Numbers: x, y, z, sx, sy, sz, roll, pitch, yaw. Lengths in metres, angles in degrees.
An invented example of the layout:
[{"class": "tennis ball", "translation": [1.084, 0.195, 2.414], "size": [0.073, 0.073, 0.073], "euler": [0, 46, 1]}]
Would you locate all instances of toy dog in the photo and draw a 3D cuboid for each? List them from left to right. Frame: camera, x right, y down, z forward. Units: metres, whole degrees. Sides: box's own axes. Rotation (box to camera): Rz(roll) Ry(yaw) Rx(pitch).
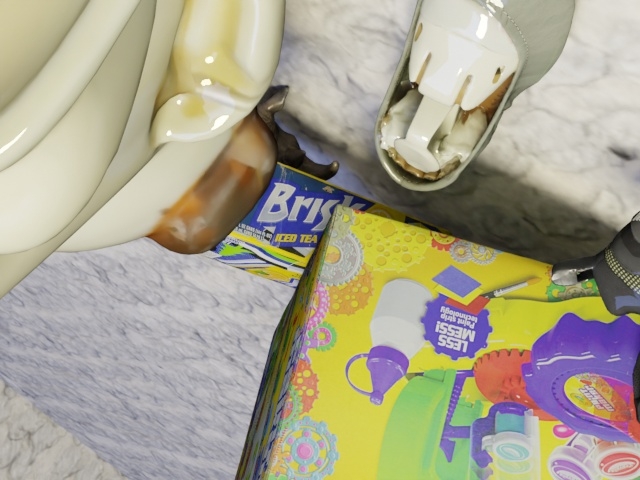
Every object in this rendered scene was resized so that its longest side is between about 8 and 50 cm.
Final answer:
[{"class": "toy dog", "translation": [-0.142, -0.078, 0.628], "size": [0.285, 0.395, 0.408], "euler": [16, -170, 11]}]

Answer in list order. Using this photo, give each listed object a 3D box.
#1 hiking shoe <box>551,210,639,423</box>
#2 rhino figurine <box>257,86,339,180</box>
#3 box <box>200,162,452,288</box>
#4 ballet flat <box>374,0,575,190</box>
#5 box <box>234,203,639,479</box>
[{"class": "hiking shoe", "translation": [0.216, 0.066, 0.711], "size": [0.114, 0.086, 0.227], "euler": [-32, 107, 30]}, {"class": "rhino figurine", "translation": [-0.094, -0.076, 0.943], "size": [0.243, 0.073, 0.106], "euler": [18, 148, 27]}, {"class": "box", "translation": [0.000, 0.000, 0.900], "size": [0.169, 0.059, 0.054], "euler": [21, 157, -30]}, {"class": "ballet flat", "translation": [0.069, -0.080, 0.690], "size": [0.072, 0.068, 0.213], "euler": [32, 159, 7]}, {"class": "box", "translation": [0.105, 0.140, 0.854], "size": [0.290, 0.177, 0.279], "euler": [16, 160, -4]}]
